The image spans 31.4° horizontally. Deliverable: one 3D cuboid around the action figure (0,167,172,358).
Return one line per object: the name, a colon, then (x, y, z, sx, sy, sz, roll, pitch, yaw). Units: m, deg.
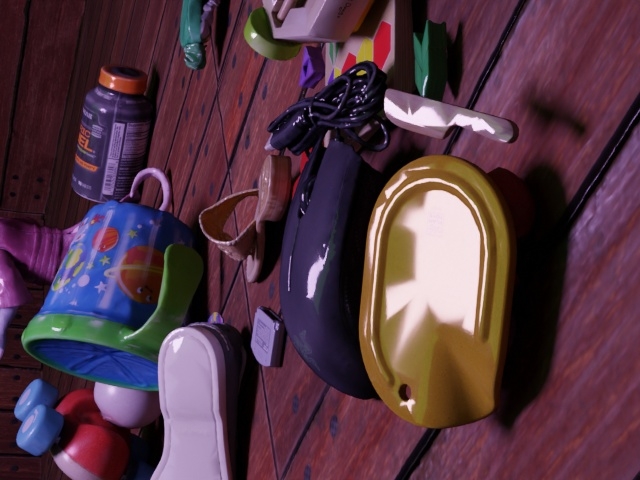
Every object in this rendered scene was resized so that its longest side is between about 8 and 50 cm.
action figure: (-0.442, 0.029, 1.858, 0.248, 0.370, 0.275, -107, 33, -45)

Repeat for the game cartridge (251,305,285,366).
game cartridge: (-0.058, 0.108, 1.250, 0.083, 0.017, 0.056, -148, 69, -70)

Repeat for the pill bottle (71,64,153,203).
pill bottle: (-0.387, -0.203, 2.142, 0.130, 0.131, 0.245, -121, 41, -61)

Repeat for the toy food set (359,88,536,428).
toy food set: (0.097, 0.014, 0.759, 0.128, 0.071, 0.217, 13, 99, 47)

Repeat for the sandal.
sandal: (-0.092, -0.028, 1.253, 0.240, 0.079, 0.088, 118, 156, -62)

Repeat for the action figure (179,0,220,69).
action figure: (-0.168, -0.359, 1.643, 0.137, 0.064, 0.232, 173, 106, -69)

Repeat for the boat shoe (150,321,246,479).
boat shoe: (-0.133, 0.251, 1.358, 0.099, 0.116, 0.319, -17, -69, -63)

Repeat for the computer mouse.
computer mouse: (0.000, 0.000, 0.953, 0.188, 0.072, 0.272, -17, 78, 63)

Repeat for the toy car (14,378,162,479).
toy car: (-0.313, 0.250, 1.767, 0.238, 0.219, 0.210, -53, 21, 1)

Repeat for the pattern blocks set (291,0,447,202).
pattern blocks set: (0.041, -0.154, 1.015, 0.325, 0.026, 0.285, 172, 102, -71)

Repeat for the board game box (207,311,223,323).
board game box: (-0.158, 0.176, 1.500, 0.133, 0.033, 0.168, 123, 148, -54)

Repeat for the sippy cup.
sippy cup: (-0.278, 0.073, 1.616, 0.240, 0.306, 0.224, 55, -138, -59)

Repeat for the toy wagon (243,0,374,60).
toy wagon: (-0.009, -0.341, 1.020, 0.267, 0.068, 0.344, -57, 37, 44)
